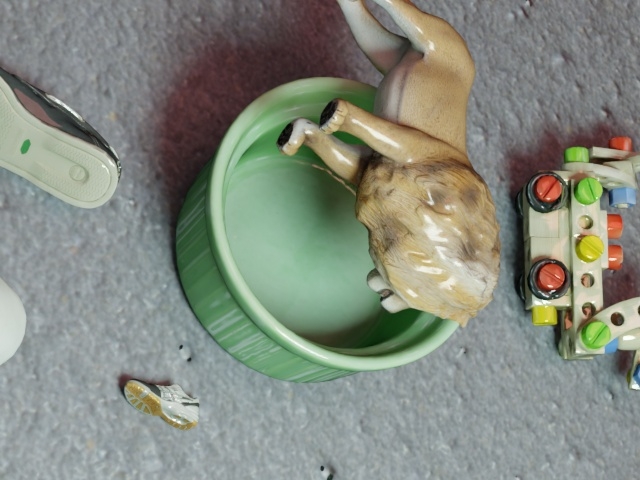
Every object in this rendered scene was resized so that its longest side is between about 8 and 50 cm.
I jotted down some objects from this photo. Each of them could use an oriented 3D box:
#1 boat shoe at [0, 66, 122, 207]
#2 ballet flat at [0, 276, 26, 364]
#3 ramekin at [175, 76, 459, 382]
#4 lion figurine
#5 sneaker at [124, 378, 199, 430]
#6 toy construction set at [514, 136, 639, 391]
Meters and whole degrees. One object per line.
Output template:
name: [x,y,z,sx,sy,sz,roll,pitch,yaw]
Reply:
boat shoe: [-0.296,-0.117,1.482,0.233,0.084,0.079,35,21,-10]
ballet flat: [-0.427,0.019,1.308,0.400,0.139,0.139,22,63,-24]
ramekin: [0.000,0.000,1.557,0.303,0.148,0.303,10,68,-25]
lion figurine: [0.091,-0.123,1.482,0.240,0.142,0.392,28,57,-25]
sneaker: [-0.155,0.154,1.495,0.083,0.032,0.037,34,45,-24]
toy construction set: [0.336,0.014,1.768,0.215,0.151,0.328,2,63,-6]
